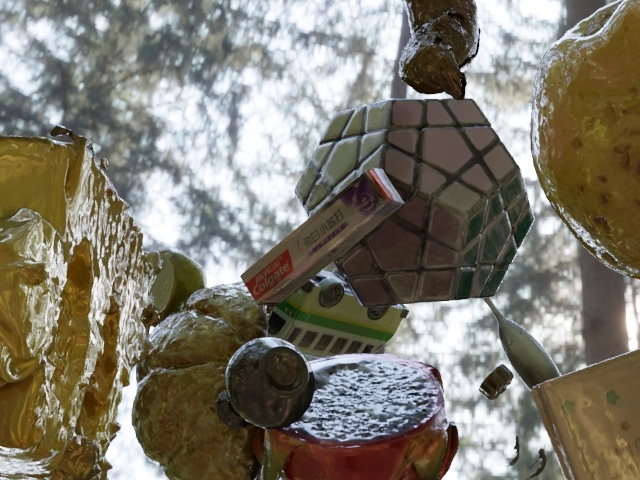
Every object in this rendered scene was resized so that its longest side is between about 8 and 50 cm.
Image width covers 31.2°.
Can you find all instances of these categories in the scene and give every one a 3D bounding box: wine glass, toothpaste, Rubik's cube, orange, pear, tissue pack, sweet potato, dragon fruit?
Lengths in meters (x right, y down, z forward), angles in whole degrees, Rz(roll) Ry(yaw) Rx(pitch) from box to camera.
[{"bbox_3d":[0.296,0.144,1.756,0.066,0.198,0.066,-29,-20,-12],"label":"wine glass"},{"bbox_3d":[0.000,0.000,1.192,0.196,0.040,0.047,-39,-103,27],"label":"toothpaste"},{"bbox_3d":[0.125,-0.048,1.533,0.319,0.264,0.319,-5,-2,0],"label":"Rubik's cube"},{"bbox_3d":[-0.185,0.237,1.781,0.210,0.368,0.271,5,-27,-9],"label":"orange"},{"bbox_3d":[-0.249,0.087,1.949,0.141,0.141,0.104,-27,-35,31],"label":"pear"},{"bbox_3d":[0.366,0.285,1.253,0.170,0.325,0.071,-18,-11,-11],"label":"tissue pack"},{"bbox_3d":[0.205,-0.067,0.674,0.178,0.178,0.178,5,-45,5],"label":"pear"},{"bbox_3d":[0.132,-0.265,1.353,0.124,0.310,0.098,15,-43,-35],"label":"sweet potato"},{"bbox_3d":[0.048,0.287,1.601,0.291,0.290,0.189,2,-65,8],"label":"dragon fruit"}]

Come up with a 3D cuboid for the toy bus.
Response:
[{"bbox_3d":[0.013,0.132,2.064,0.276,0.133,0.164,19,-79,-44],"label":"toy bus"}]

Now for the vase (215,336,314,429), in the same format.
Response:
[{"bbox_3d":[-0.083,0.201,1.516,0.120,0.120,0.183,24,-32,-14],"label":"vase"}]

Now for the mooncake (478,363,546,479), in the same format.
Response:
[{"bbox_3d":[0.298,0.286,1.808,0.150,0.057,0.347,-45,-37,10],"label":"mooncake"}]

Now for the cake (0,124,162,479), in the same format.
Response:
[{"bbox_3d":[-0.256,0.044,0.791,0.227,0.222,0.286,1,-24,8],"label":"cake"}]
